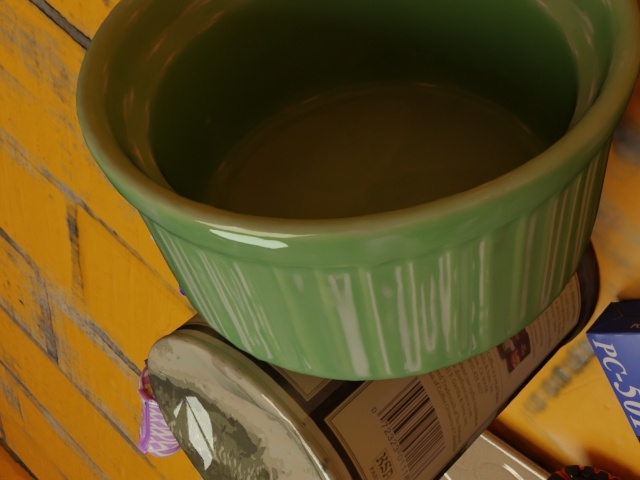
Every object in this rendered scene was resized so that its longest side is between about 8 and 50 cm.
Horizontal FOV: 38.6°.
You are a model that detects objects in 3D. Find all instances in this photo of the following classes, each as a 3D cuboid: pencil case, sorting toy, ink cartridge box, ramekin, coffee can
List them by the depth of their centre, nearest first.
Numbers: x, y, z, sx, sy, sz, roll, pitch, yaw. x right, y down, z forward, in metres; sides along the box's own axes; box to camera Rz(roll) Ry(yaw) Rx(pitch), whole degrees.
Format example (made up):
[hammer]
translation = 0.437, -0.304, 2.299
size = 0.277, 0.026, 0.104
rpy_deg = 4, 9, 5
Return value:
[ramekin]
translation = 0.026, -0.065, 0.543
size = 0.303, 0.303, 0.148
rpy_deg = 29, 149, 33
[ink cartridge box]
translation = 0.279, 0.138, 0.650
size = 0.097, 0.046, 0.207
rpy_deg = -9, 114, 54
[coffee can]
translation = 0.043, 0.073, 0.670
size = 0.201, 0.275, 0.202
rpy_deg = 33, 144, 29
[sorting toy]
translation = 0.156, 0.241, 0.929
size = 0.208, 0.038, 0.193
rpy_deg = 28, 142, 26
[pencil case]
translation = -0.240, 0.261, 1.406
size = 0.086, 0.088, 0.206
rpy_deg = 38, 147, 19

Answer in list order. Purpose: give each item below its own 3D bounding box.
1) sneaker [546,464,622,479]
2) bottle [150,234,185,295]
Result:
[sneaker]
translation = 0.288, 0.265, 0.752
size = 0.221, 0.083, 0.087
rpy_deg = 30, 158, 36
[bottle]
translation = -0.074, 0.082, 1.003
size = 0.283, 0.092, 0.118
rpy_deg = 50, 150, 3
